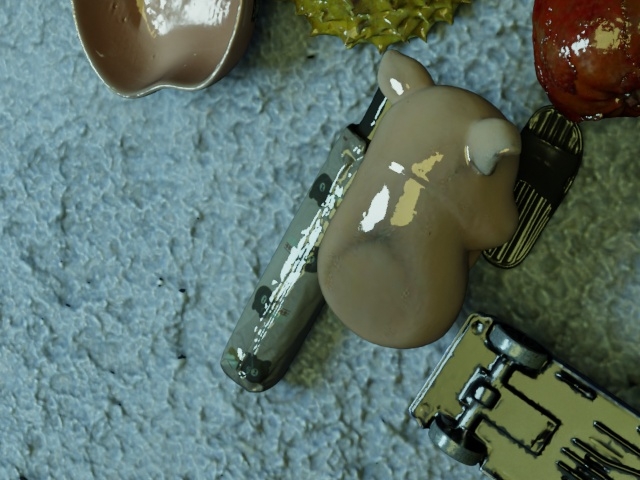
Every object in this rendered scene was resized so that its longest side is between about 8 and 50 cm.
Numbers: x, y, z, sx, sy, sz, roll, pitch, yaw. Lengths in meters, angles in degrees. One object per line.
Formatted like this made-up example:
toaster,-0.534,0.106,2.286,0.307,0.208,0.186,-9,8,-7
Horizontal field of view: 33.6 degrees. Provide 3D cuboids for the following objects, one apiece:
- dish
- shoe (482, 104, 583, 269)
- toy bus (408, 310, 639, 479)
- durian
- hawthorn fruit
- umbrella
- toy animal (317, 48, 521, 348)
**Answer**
dish,-0.141,-0.243,1.055,0.213,0.090,0.213,4,99,27
shoe,0.189,-0.045,0.968,0.062,0.053,0.159,28,107,21
toy bus,0.234,0.186,0.929,0.292,0.133,0.125,34,101,18
durian,0.024,-0.284,0.990,0.305,0.185,0.196,39,131,6
hawthorn fruit,0.246,-0.185,0.888,0.148,0.148,0.172,-19,69,22
umbrella,0.000,0.000,1.035,0.067,0.073,0.337,31,105,7
toy animal,0.084,-0.021,0.932,0.166,0.154,0.250,31,117,25
